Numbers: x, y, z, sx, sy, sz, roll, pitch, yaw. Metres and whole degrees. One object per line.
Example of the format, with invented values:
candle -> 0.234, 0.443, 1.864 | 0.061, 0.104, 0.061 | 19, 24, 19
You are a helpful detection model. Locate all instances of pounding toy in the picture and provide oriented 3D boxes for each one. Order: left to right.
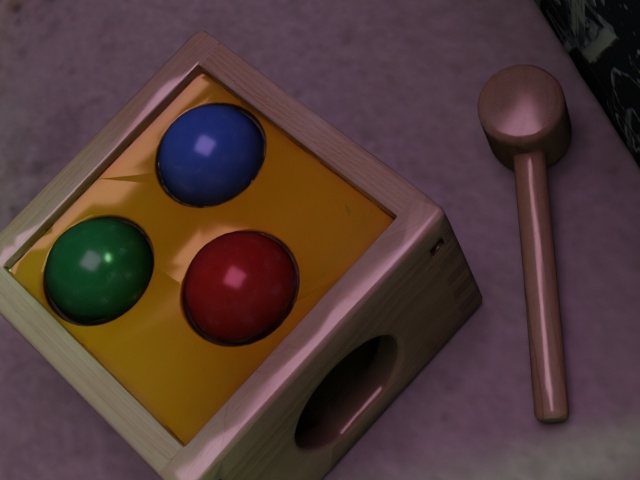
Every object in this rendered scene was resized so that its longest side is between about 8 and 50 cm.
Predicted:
pounding toy -> 0.010, 0.001, 0.456 | 0.181, 0.094, 0.206 | 39, 82, 28

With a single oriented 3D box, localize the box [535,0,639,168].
box -> 0.131, -0.185, 0.382 | 0.179, 0.312, 0.343 | -27, 60, 4
